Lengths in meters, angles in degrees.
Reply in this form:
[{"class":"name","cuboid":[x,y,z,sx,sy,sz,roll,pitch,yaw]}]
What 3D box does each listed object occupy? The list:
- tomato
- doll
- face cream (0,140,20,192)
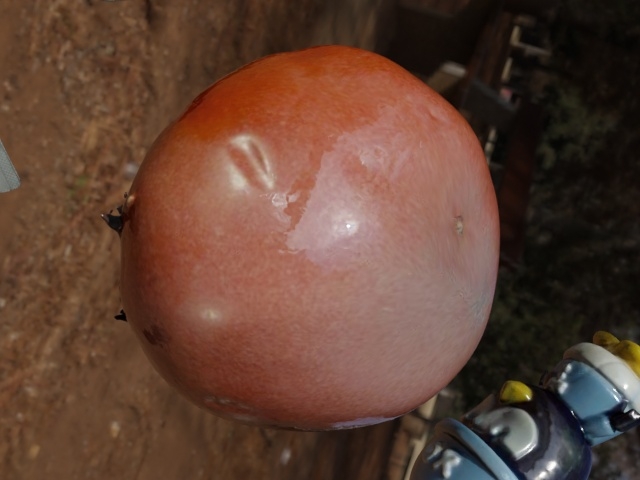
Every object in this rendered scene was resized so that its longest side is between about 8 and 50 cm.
[{"class":"tomato","cuboid":[0.000,0.000,0.944,0.341,0.272,0.342,-21,116,-52]},{"class":"doll","cuboid":[0.203,0.213,1.118,0.314,0.141,0.177,-40,-161,-12]},{"class":"face cream","cuboid":[-0.396,-0.063,0.991,0.070,0.224,0.114,-96,169,-60]}]
